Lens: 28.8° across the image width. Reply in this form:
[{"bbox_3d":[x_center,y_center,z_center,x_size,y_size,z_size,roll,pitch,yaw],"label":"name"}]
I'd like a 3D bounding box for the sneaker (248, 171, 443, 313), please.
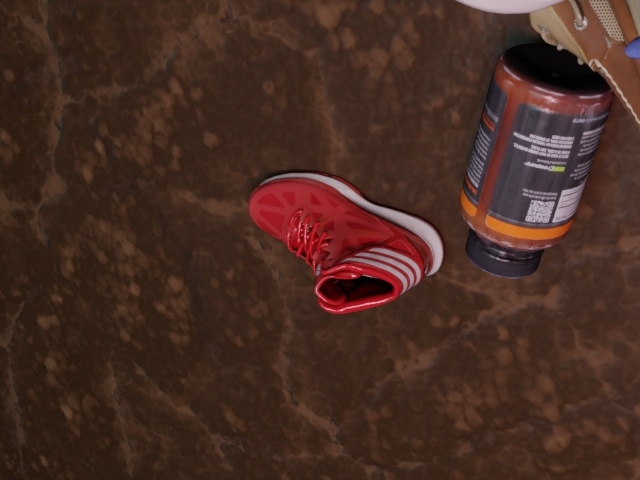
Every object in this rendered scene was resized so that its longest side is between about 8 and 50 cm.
[{"bbox_3d":[0.000,0.000,1.241,0.221,0.128,0.087,15,119,27],"label":"sneaker"}]

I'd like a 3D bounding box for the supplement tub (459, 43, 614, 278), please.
[{"bbox_3d":[0.182,-0.065,1.097,0.106,0.106,0.198,27,125,22],"label":"supplement tub"}]

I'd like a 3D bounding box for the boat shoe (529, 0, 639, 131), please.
[{"bbox_3d":[0.231,-0.203,0.996,0.120,0.122,0.324,-21,91,46],"label":"boat shoe"}]

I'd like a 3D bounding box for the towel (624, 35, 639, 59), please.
[{"bbox_3d":[0.405,-0.147,0.814,0.336,0.243,0.040,-8,89,39],"label":"towel"}]

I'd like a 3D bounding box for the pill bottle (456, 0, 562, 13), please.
[{"bbox_3d":[0.062,-0.313,0.909,0.361,0.204,0.204,46,140,51],"label":"pill bottle"}]
